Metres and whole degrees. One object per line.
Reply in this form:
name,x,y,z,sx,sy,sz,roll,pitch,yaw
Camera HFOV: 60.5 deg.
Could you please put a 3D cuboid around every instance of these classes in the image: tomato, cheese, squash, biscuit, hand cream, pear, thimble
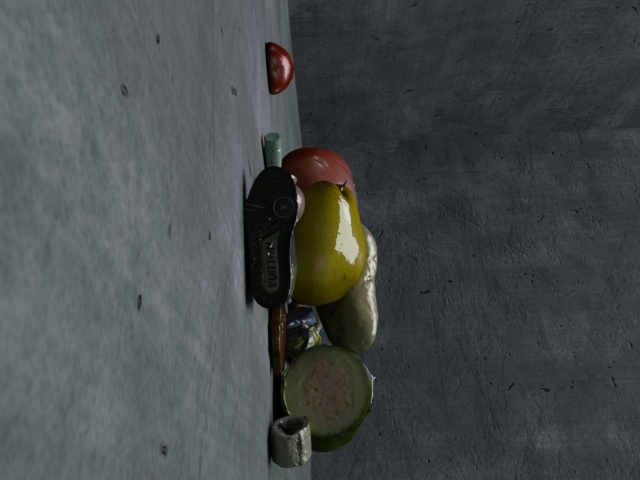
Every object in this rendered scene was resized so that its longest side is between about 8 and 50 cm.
tomato,-0.013,-0.146,1.775,0.341,0.272,0.342,-2,90,-90
cheese,0.097,0.152,1.633,0.328,0.129,0.351,-116,-141,-58
squash,0.014,0.468,1.611,0.384,0.262,0.263,92,-4,-64
biscuit,-0.116,0.264,1.486,0.182,0.034,0.215,85,4,-51
hand cream,-0.133,-0.206,1.552,0.078,0.049,0.205,-100,-171,-49
pear,0.001,0.011,1.469,0.336,0.284,0.285,115,-21,-48
tomato,-0.129,-0.568,1.800,0.174,0.082,0.167,-86,173,-65
thimble,-0.072,0.488,1.342,0.115,0.102,0.090,-162,-111,-73

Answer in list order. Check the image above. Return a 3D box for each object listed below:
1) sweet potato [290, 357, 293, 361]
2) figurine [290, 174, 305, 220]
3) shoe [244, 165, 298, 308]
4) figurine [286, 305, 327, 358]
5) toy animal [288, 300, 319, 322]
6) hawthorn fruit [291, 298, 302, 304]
sweet potato,-0.070,0.431,2.059,0.355,0.095,0.106,82,8,-69
figurine,-0.099,-0.085,1.319,0.125,0.125,0.138,85,15,-73
shoe,-0.102,0.002,1.156,0.149,0.109,0.293,102,-11,-77
figurine,-0.053,0.303,1.794,0.208,0.128,0.184,30,45,-40
toy animal,-0.088,0.256,2.114,0.116,0.114,0.256,-37,127,-48
hawthorn fruit,-0.039,0.137,1.926,0.253,0.204,0.205,113,-24,-68
